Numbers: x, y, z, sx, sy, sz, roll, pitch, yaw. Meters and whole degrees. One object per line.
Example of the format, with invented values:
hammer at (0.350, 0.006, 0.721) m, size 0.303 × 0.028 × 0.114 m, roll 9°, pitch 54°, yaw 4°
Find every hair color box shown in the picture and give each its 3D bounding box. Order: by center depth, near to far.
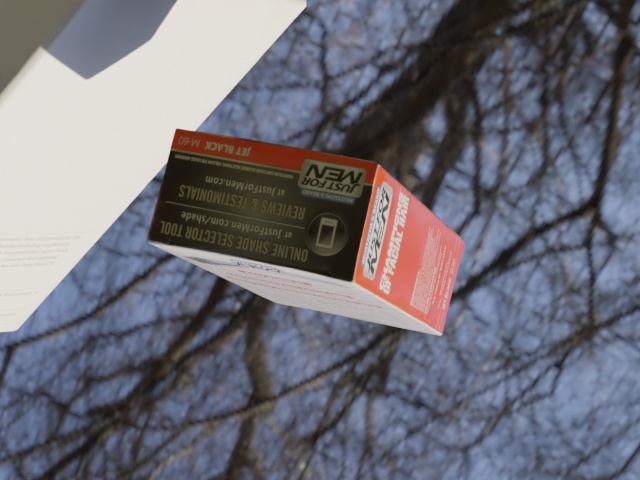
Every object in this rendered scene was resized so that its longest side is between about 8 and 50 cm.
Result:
hair color box at (0.000, 0.000, 0.703) m, size 0.093 × 0.053 × 0.167 m, roll 11°, pitch 174°, yaw 18°

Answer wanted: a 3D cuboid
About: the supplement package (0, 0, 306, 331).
supplement package at (-0.189, -0.101, 0.883) m, size 0.175 × 0.293 × 0.177 m, roll 54°, pitch -155°, yaw 20°
